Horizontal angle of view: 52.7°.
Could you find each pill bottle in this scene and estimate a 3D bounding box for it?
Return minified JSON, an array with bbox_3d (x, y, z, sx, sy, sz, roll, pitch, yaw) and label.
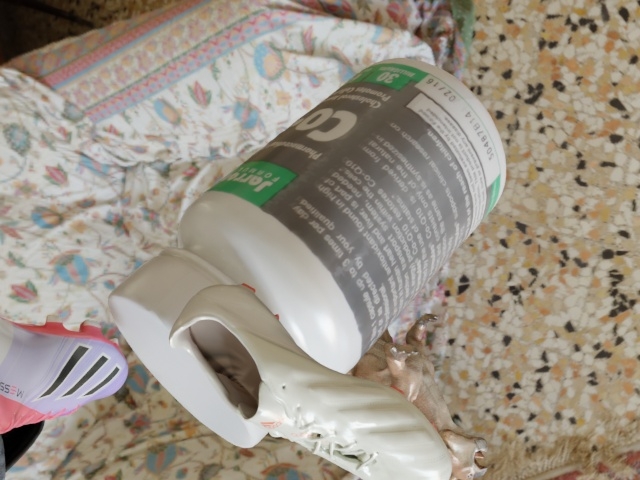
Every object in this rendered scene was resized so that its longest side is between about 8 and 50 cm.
[{"bbox_3d":[0.000,0.000,0.608,0.204,0.361,0.204,33,148,23],"label":"pill bottle"}]

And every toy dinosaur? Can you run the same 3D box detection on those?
[{"bbox_3d":[0.074,0.187,0.849,0.295,0.127,0.201,26,115,47],"label":"toy dinosaur"}]

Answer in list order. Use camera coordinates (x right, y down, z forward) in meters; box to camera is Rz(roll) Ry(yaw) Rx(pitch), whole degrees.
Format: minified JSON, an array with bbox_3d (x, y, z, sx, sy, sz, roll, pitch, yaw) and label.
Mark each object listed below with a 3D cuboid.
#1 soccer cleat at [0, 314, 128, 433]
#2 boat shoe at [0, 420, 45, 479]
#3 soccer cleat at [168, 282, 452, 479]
[{"bbox_3d":[-0.206,0.091,0.421,0.082,0.248,0.095,-11,67,8],"label":"soccer cleat"},{"bbox_3d":[-0.640,0.382,1.125,0.155,0.500,0.187,3,96,1],"label":"boat shoe"},{"bbox_3d":[-0.008,0.101,0.398,0.196,0.076,0.068,36,114,5],"label":"soccer cleat"}]
